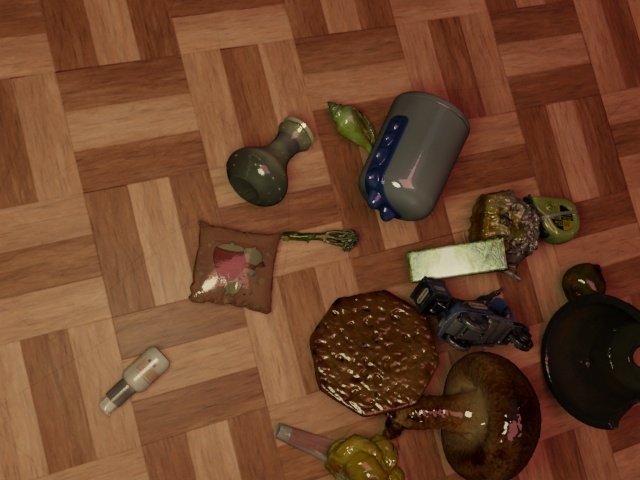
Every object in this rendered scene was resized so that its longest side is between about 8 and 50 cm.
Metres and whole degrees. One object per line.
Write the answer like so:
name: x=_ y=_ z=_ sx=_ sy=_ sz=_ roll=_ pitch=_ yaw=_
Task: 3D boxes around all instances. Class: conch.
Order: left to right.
conch: x=0.096 y=-0.334 z=1.802 sx=0.200 sy=0.079 sz=0.095 roll=38 pitch=61 yaw=-25

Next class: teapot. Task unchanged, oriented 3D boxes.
teapot: x=-0.127 y=-0.219 z=1.684 sx=0.183 sy=0.183 sz=0.251 roll=42 pitch=64 yaw=-6

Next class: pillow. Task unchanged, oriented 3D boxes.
pillow: x=-0.227 y=0.070 z=1.655 sx=0.236 sy=0.084 sz=0.223 roll=12 pitch=79 yaw=-16

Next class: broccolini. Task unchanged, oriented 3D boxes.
broccolini: x=0.000 y=0.000 z=1.751 sx=0.216 sy=0.058 sz=0.067 roll=-2 pitch=42 yaw=-8

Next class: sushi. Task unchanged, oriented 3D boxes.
sushi: x=0.538 y=-0.016 z=1.841 sx=0.184 sy=0.139 sz=0.274 roll=10 pitch=83 yaw=-11

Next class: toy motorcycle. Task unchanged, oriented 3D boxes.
toy motorcycle: x=0.440 y=0.211 z=1.738 sx=0.358 sy=0.213 sz=0.125 roll=14 pitch=123 yaw=-30

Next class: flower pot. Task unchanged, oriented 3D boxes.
flower pot: x=0.865 y=0.334 z=1.807 sx=0.251 sy=0.379 sz=0.379 roll=1 pitch=82 yaw=-34

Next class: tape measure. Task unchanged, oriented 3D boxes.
tape measure: x=0.724 y=-0.063 z=1.922 sx=0.177 sy=0.087 sz=0.154 roll=0 pitch=70 yaw=-16

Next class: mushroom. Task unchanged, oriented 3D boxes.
mushroom: x=0.396 y=0.448 z=1.661 sx=0.356 sy=0.334 sz=0.331 roll=34 pitch=69 yaw=-14

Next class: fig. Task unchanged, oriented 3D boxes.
fig: x=0.817 y=0.136 z=1.923 sx=0.133 sy=0.185 sz=0.127 roll=45 pitch=113 yaw=16

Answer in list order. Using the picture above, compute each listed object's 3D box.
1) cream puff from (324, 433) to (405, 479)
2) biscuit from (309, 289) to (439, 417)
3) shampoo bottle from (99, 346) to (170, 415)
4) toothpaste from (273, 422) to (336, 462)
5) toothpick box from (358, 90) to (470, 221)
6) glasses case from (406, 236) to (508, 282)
cream puff: x=0.132 y=0.601 z=1.634 sx=0.194 sy=0.194 sz=0.221 roll=-27 pitch=97 yaw=-17
biscuit: x=0.145 y=0.300 z=1.687 sx=0.359 sy=0.046 sz=0.359 roll=1 pitch=64 yaw=-1
shampoo bottle: x=-0.469 y=0.353 z=1.559 sx=0.192 sy=0.074 sz=0.074 roll=-43 pitch=94 yaw=-14
toothpaste: x=-0.032 y=0.541 z=1.667 sx=0.194 sy=0.043 sz=0.067 roll=28 pitch=76 yaw=-17
toothpick box: x=0.240 y=-0.216 z=1.734 sx=0.263 sy=0.263 sz=0.355 roll=27 pitch=78 yaw=-10
glasses case: x=0.387 y=0.057 z=1.760 sx=0.272 sy=0.062 sz=0.095 roll=-9 pitch=84 yaw=17
